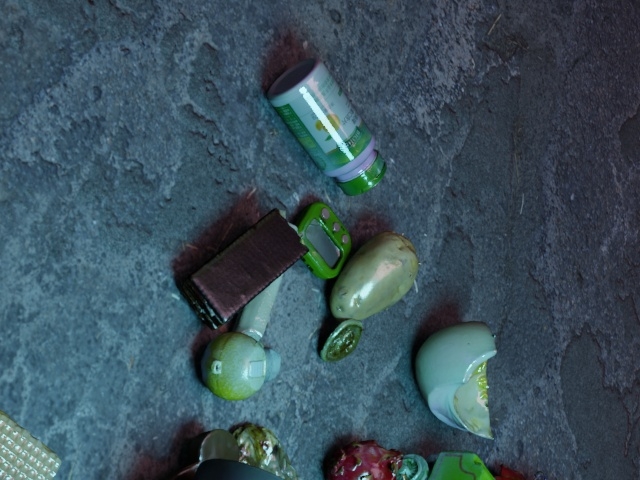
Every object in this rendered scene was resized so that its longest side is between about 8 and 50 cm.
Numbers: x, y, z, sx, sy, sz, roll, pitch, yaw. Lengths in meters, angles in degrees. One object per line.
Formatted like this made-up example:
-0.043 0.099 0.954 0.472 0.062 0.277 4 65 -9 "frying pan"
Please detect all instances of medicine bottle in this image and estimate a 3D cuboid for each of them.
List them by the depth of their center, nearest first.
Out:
0.020 -0.220 1.974 0.274 0.133 0.133 52 49 -26 "medicine bottle"

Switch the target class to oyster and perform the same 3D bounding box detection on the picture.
-0.051 0.464 1.807 0.345 0.078 0.129 52 41 -22 "oyster"

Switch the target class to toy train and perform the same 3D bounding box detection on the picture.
0.232 0.555 1.949 0.173 0.248 0.307 53 49 -28 "toy train"

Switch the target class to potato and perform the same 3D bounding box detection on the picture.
0.116 0.074 1.999 0.234 0.128 0.161 -24 131 -44 "potato"

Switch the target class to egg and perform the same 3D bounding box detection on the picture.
0.284 0.290 2.125 0.206 0.161 0.271 -97 -176 -53 "egg"

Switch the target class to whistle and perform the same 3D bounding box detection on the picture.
-0.139 0.221 1.753 0.223 0.122 0.123 11 73 -66 "whistle"

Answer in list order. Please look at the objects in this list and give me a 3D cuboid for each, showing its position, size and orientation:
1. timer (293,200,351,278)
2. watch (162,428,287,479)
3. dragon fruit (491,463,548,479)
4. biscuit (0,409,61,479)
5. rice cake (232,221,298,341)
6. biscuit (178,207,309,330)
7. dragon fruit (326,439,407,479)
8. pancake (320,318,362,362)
0.000 0.000 1.969 0.140 0.047 0.128 52 48 -25 "timer"
-0.097 0.491 1.552 0.335 0.326 0.314 50 54 -28 "watch"
0.453 0.693 2.167 0.386 0.249 0.371 -28 97 -48 "dragon fruit"
-0.521 0.233 1.370 0.379 0.054 0.094 48 50 -28 "biscuit"
-0.104 0.076 1.840 0.057 0.052 0.256 36 57 -31 "rice cake"
-0.132 0.046 1.765 0.106 0.070 0.252 50 56 -2 "biscuit"
0.089 0.452 1.911 0.165 0.136 0.133 -11 123 -38 "dragon fruit"
0.044 0.199 1.953 0.108 0.017 0.108 -30 142 -27 "pancake"
